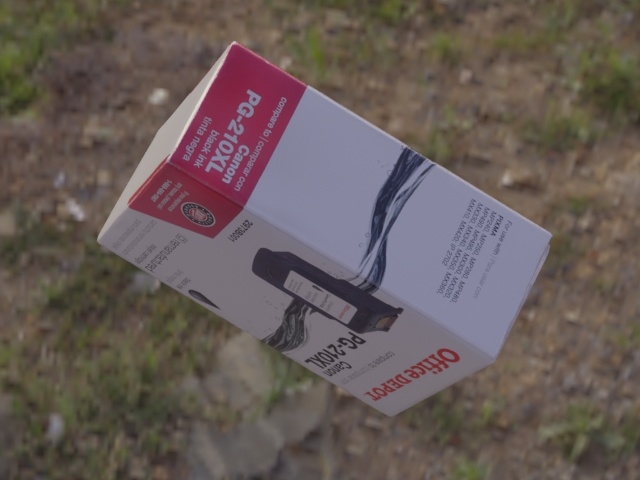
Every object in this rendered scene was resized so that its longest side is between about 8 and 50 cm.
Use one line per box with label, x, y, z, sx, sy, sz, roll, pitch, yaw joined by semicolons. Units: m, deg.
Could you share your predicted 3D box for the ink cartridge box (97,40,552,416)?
ink cartridge box;0.000;0.000;1.261;0.237;0.172;0.100;31;65;-10
